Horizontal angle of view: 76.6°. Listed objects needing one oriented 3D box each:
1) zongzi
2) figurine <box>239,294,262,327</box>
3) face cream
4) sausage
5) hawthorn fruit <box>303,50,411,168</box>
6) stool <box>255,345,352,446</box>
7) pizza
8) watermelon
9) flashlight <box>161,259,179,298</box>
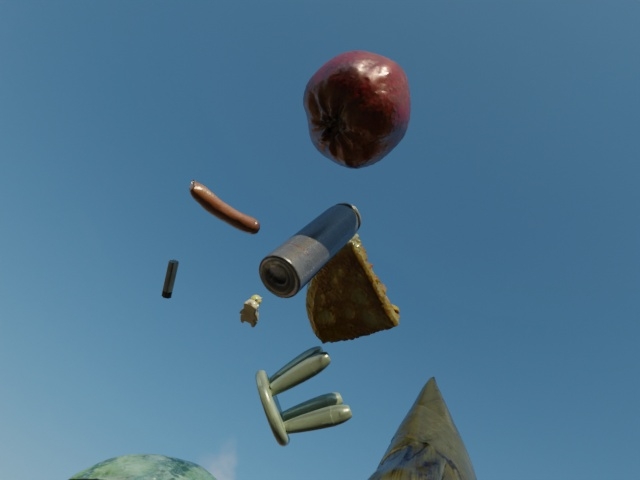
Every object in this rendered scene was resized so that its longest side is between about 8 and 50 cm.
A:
[{"bbox_3d":[0.154,0.327,0.617,0.159,0.360,0.323,-7,-43,21],"label":"zongzi"},{"bbox_3d":[-0.158,0.158,0.941,0.047,0.051,0.083,22,-49,1],"label":"figurine"},{"bbox_3d":[0.000,0.000,0.703,0.073,0.283,0.073,12,-61,23],"label":"face cream"},{"bbox_3d":[-0.196,-0.062,0.842,0.040,0.047,0.176,-2,-28,46],"label":"sausage"},{"bbox_3d":[0.071,-0.226,0.678,0.179,0.200,0.179,20,-45,21],"label":"hawthorn fruit"},{"bbox_3d":[-0.047,0.401,1.054,0.198,0.195,0.195,-19,-96,-10],"label":"stool"},{"bbox_3d":[0.041,0.125,1.030,0.257,0.087,0.268,-21,-75,31],"label":"pizza"},{"bbox_3d":[-0.150,0.259,0.390,0.180,0.094,0.081,41,-10,-6],"label":"watermelon"},{"bbox_3d":[-0.317,0.082,0.854,0.018,0.018,0.083,24,-75,27],"label":"flashlight"}]
